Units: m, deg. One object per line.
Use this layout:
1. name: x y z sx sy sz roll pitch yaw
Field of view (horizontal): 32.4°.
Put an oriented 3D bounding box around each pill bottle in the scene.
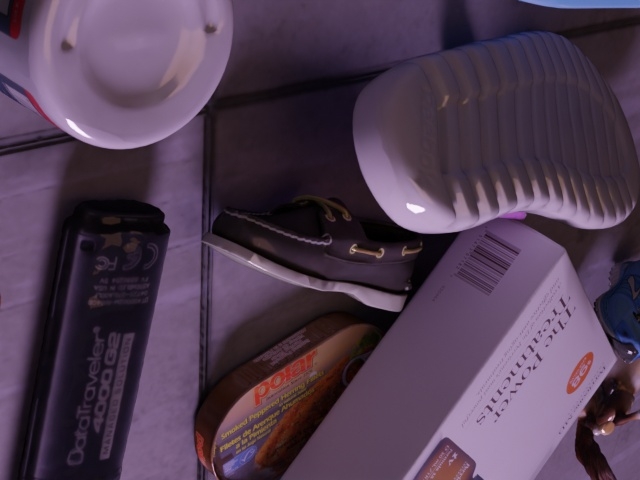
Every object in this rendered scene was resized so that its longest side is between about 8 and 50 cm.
1. pill bottle: -0.136 -0.123 0.551 0.108 0.180 0.108 -22 127 -34

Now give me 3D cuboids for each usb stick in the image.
1. usb stick: -0.162 0.106 0.758 0.077 0.045 0.278 1 112 -36

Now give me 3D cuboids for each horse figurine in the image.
1. horse figurine: 0.342 0.144 1.207 0.263 0.066 0.174 -56 -179 -5

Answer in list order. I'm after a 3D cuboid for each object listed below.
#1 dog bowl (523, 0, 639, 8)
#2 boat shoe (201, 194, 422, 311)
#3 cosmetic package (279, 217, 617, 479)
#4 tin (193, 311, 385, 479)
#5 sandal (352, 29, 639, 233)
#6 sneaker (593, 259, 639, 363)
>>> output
1. dog bowl: 0.191 -0.235 0.823 0.297 0.166 0.074 -10 131 -40
2. boat shoe: 0.000 0.000 0.830 0.227 0.081 0.069 17 97 -54
3. cosmetic package: 0.108 0.191 0.996 0.377 0.097 0.284 -54 149 -6
4. tin: -0.022 0.129 0.910 0.189 0.040 0.106 -29 134 -29
5. sandal: 0.139 -0.084 0.890 0.416 0.102 0.169 -2 81 -53
6. sneaker: 0.332 0.061 1.136 0.063 0.073 0.162 52 37 -16
